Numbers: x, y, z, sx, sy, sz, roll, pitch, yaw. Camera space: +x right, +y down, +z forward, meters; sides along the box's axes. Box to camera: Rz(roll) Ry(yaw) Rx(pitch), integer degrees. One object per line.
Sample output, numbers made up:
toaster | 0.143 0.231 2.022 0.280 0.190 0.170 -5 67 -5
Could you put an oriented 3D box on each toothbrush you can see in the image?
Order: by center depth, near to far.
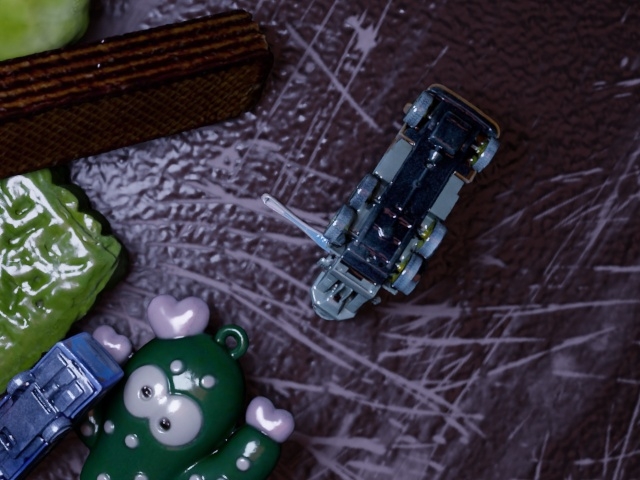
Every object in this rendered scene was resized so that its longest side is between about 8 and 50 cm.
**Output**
toothbrush | 0.000 0.000 1.635 0.162 0.017 0.014 37 105 -4

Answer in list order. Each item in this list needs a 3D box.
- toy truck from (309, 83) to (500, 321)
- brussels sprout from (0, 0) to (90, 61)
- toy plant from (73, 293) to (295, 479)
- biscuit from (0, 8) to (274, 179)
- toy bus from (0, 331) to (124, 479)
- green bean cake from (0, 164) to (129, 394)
toy truck | 0.079 -0.033 1.582 0.108 0.140 0.256 34 71 -4
brussels sprout | -0.365 -0.309 1.491 0.274 0.242 0.316 2 85 -11
toy plant | -0.160 0.181 1.578 0.243 0.112 0.232 -27 85 13
biscuit | -0.229 -0.144 1.499 0.388 0.107 0.073 -17 63 -28
toy bus | -0.304 0.198 1.545 0.236 0.094 0.079 -45 77 22
green bean cake | -0.340 0.020 1.557 0.248 0.125 0.222 -42 93 -3
